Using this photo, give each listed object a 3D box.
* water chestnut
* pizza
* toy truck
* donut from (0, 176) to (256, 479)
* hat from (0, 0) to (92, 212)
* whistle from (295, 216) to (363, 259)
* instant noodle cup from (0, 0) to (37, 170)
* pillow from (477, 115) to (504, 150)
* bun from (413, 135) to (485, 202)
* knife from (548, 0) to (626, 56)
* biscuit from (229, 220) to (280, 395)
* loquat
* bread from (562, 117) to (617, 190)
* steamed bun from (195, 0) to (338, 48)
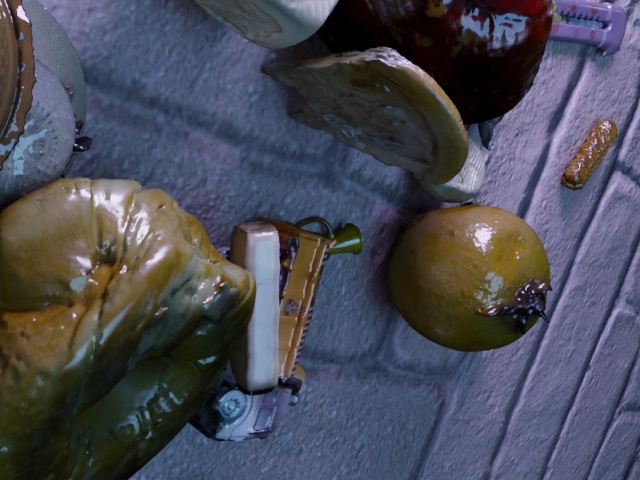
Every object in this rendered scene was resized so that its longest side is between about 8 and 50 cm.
[{"bbox_3d":[0.123,-0.259,0.932,0.289,0.289,0.244,6,113,-46],"label":"water chestnut"},{"bbox_3d":[0.043,-0.151,0.898,0.034,0.262,0.181,-58,154,-26],"label":"pizza"},{"bbox_3d":[-0.080,0.109,0.992,0.135,0.114,0.270,12,96,-41],"label":"toy truck"},{"bbox_3d":[-0.217,0.105,0.751,0.360,0.170,0.360,-43,159,-21],"label":"donut"},{"bbox_3d":[-0.290,-0.096,0.682,0.257,0.130,0.257,-20,121,-37],"label":"hat"},{"bbox_3d":[0.004,0.002,1.076,0.109,0.046,0.057,-13,130,-34],"label":"whistle"},{"bbox_3d":[-0.341,-0.132,0.547,0.274,0.091,0.273,-1,93,-13],"label":"instant noodle cup"},{"bbox_3d":[0.252,-0.243,1.138,0.255,0.059,0.169,63,42,-72],"label":"pillow"},{"bbox_3d":[0.185,-0.107,1.178,0.115,0.069,0.115,5,80,-32],"label":"bun"},{"bbox_3d":[0.405,-0.364,1.313,0.399,0.038,0.132,-8,115,-43],"label":"knife"},{"bbox_3d":[-0.071,0.075,0.884,0.052,0.056,0.187,-4,99,-21],"label":"biscuit"},{"bbox_3d":[0.222,0.057,1.171,0.244,0.244,0.243,-19,120,-38],"label":"loquat"},{"bbox_3d":[0.502,-0.160,1.488,0.157,0.044,0.052,-53,132,-14],"label":"bread"},{"bbox_3d":[-0.059,-0.322,0.807,0.170,0.153,0.238,26,73,-40],"label":"steamed bun"}]
